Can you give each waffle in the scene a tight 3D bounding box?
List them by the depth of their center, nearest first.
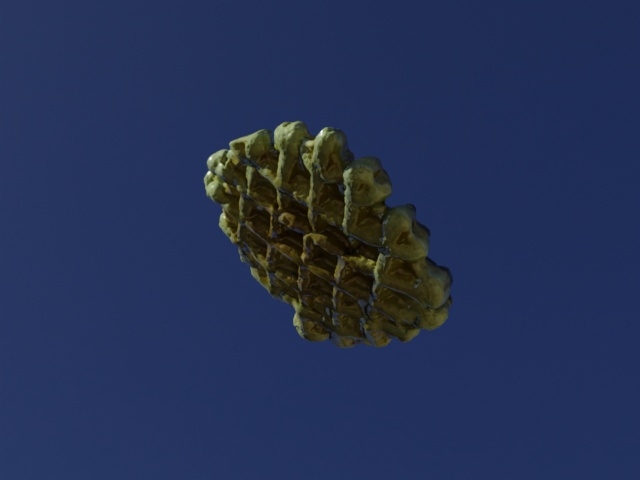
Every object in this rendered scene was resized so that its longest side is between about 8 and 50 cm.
[{"bbox_3d":[0.000,0.000,0.784,0.183,0.036,0.169,-17,-68,53],"label":"waffle"}]
